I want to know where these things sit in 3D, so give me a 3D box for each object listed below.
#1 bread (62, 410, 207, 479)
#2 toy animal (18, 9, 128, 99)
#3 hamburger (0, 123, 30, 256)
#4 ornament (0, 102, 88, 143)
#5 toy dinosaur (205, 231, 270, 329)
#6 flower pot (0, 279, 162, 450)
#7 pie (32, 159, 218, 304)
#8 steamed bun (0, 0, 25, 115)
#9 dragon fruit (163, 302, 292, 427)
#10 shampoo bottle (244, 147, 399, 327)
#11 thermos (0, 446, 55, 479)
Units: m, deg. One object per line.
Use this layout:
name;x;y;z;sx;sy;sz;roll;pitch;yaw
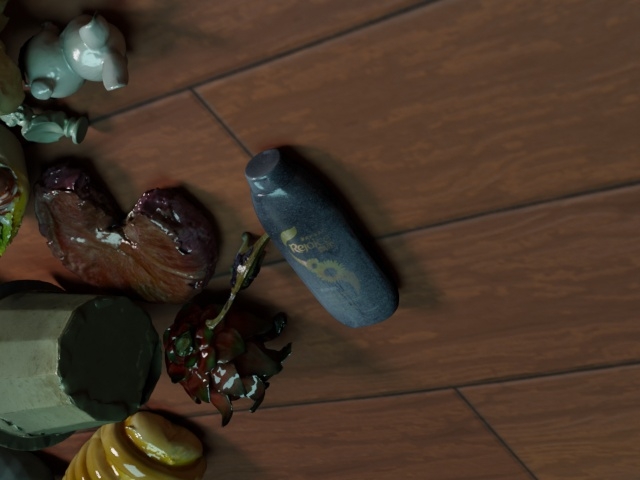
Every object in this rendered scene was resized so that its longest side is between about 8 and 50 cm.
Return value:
bread;-0.280;0.351;1.838;0.172;0.121;0.311;29;143;-7
toy animal;-0.222;-0.175;1.176;0.124;0.085;0.071;-13;114;32
hamburger;-0.403;-0.060;1.380;0.173;0.116;0.210;32;143;-9
ornament;-0.289;-0.122;1.304;0.092;0.041;0.068;22;169;-19
toy dinosaur;-0.078;0.024;1.378;0.037;0.058;0.180;17;125;-18
flower pot;-0.293;0.146;1.482;0.202;0.212;0.212;-6;137;46
pie;-0.218;-0.003;1.407;0.218;0.054;0.204;7;141;20
steamed bun;-0.406;-0.202;1.187;0.295;0.137;0.292;-20;123;33
dragon fruit;-0.114;0.132;1.469;0.142;0.121;0.130;37;124;2
shampoo bottle;0.000;0.000;1.298;0.087;0.049;0.234;-16;131;25
thermos;-0.510;0.400;1.979;0.286;0.182;0.145;19;124;6
